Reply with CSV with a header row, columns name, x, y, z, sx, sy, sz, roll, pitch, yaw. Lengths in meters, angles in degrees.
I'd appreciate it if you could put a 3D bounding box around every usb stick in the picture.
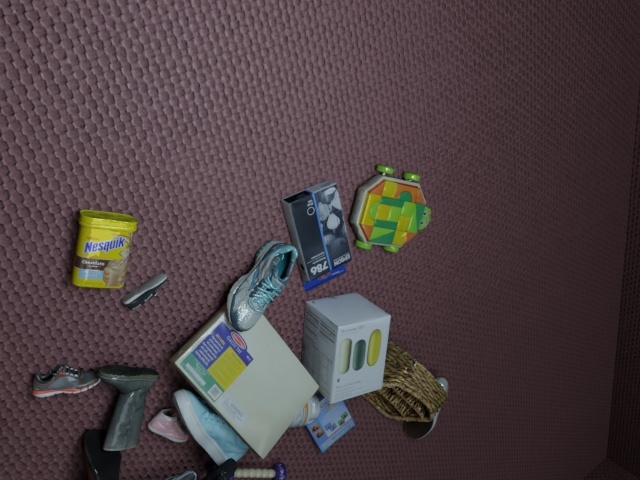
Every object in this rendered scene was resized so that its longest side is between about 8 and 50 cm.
name,x,y,z,sx,sy,sz,roll,pitch,yaw
usb stick,-0.332,0.718,1.459,0.045,0.077,0.278,43,125,0

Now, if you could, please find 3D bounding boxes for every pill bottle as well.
name,x,y,z,sx,sy,sz,roll,pitch,yaw
pill bottle,-0.111,0.539,1.584,0.215,0.117,0.117,9,103,-35

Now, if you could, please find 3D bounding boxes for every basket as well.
name,x,y,z,sx,sy,sz,roll,pitch,yaw
basket,0.303,0.555,1.796,0.223,0.213,0.299,-47,125,-11

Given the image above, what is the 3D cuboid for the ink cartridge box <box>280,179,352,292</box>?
name,x,y,z,sx,sy,sz,roll,pitch,yaw
ink cartridge box,0.000,0.000,1.492,0.165,0.065,0.332,-27,121,-23

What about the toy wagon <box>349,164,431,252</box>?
name,x,y,z,sx,sy,sz,roll,pitch,yaw
toy wagon,0.253,-0.093,1.615,0.345,0.068,0.267,7,104,-34

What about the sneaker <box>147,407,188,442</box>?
name,x,y,z,sx,sy,sz,roll,pitch,yaw
sneaker,-0.420,0.529,1.423,0.134,0.051,0.070,39,90,-32

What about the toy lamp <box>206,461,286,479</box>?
name,x,y,z,sx,sy,sz,roll,pitch,yaw
toy lamp,-0.238,0.757,1.608,0.275,0.080,0.080,20,96,-35

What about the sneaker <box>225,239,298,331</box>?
name,x,y,z,sx,sy,sz,roll,pitch,yaw
sneaker,-0.156,0.119,1.356,0.110,0.122,0.283,38,67,-31

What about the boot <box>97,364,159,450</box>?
name,x,y,z,sx,sy,sz,roll,pitch,yaw
boot,-0.521,0.434,1.281,0.190,0.076,0.208,28,85,-49

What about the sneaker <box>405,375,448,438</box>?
name,x,y,z,sx,sy,sz,roll,pitch,yaw
sneaker,0.443,0.675,2.002,0.123,0.106,0.290,-10,129,-59

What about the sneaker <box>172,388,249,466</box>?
name,x,y,z,sx,sy,sz,roll,pitch,yaw
sneaker,-0.305,0.524,1.454,0.150,0.135,0.365,-35,134,-19

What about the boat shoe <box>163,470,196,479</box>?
name,x,y,z,sx,sy,sz,roll,pitch,yaw
boat shoe,-0.450,0.753,1.347,0.103,0.320,0.118,-40,87,20

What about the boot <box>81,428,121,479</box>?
name,x,y,z,sx,sy,sz,roll,pitch,yaw
boot,-0.625,0.675,1.301,0.280,0.264,0.096,-40,166,17

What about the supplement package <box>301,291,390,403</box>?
name,x,y,z,sx,sy,sz,roll,pitch,yaw
supplement package,0.075,0.333,1.577,0.199,0.198,0.262,-6,110,-30

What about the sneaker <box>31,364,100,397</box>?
name,x,y,z,sx,sy,sz,roll,pitch,yaw
sneaker,-0.623,0.338,1.220,0.158,0.061,0.064,-6,104,-32

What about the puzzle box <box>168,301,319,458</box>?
name,x,y,z,sx,sy,sz,roll,pitch,yaw
puzzle box,-0.202,0.383,1.419,0.272,0.052,0.408,-46,114,-29

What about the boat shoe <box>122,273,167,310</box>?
name,x,y,z,sx,sy,sz,roll,pitch,yaw
boat shoe,-0.442,0.132,1.266,0.125,0.046,0.038,-37,123,-13

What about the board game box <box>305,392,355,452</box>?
name,x,y,z,sx,sy,sz,roll,pitch,yaw
board game box,0.024,0.631,1.753,0.160,0.039,0.211,-34,123,-18

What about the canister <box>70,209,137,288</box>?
name,x,y,z,sx,sy,sz,roll,pitch,yaw
canister,-0.511,0.023,1.165,0.126,0.073,0.169,7,105,-34
